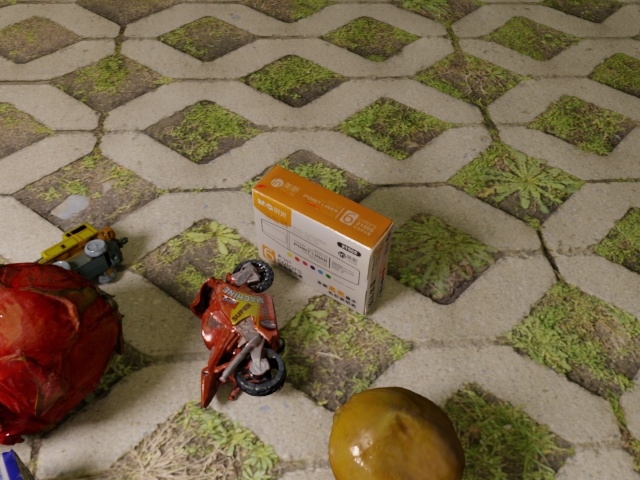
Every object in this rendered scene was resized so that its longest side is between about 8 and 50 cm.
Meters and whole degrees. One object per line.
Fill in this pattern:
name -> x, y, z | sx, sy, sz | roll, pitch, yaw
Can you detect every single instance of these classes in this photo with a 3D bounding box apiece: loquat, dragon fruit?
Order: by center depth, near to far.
loquat -> 0.120, 0.329, 0.986 | 0.234, 0.176, 0.187 | 33, 93, 2
dragon fruit -> -0.480, 0.174, 1.018 | 0.277, 0.277, 0.342 | 27, 61, 20

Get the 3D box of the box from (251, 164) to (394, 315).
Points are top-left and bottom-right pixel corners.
box -> 0.000, 0.000, 1.248 | 0.274, 0.220, 0.091 | 27, 55, 22

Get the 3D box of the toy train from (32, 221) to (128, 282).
toy train -> -0.485, 0.042, 1.267 | 0.127, 0.089, 0.219 | 30, 52, 35

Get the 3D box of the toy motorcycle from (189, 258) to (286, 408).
toy motorcycle -> -0.152, 0.159, 1.177 | 0.171, 0.089, 0.298 | -5, 49, -7

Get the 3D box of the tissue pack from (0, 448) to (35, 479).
tissue pack -> -0.496, 0.446, 0.864 | 0.270, 0.137, 0.209 | -28, 55, -22
